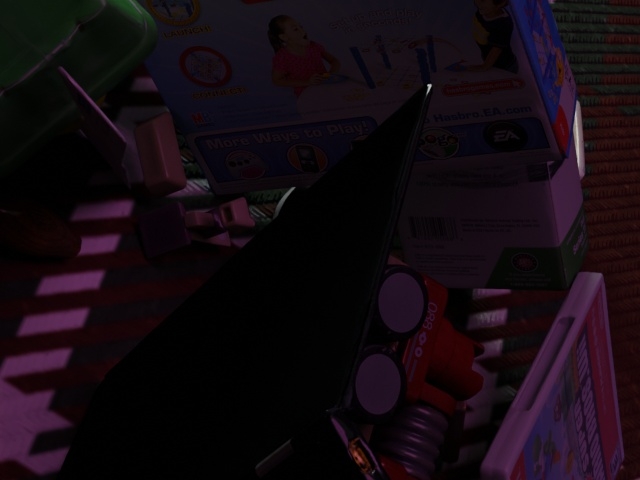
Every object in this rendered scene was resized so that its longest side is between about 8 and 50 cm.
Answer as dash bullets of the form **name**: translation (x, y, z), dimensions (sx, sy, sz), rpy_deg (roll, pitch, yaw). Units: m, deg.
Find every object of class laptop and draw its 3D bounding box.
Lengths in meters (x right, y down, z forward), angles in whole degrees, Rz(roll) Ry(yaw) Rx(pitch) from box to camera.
- **laptop**: translation (-0.011, 0.196, 0.913), dimensions (0.236, 0.382, 0.408), rpy_deg (-20, 73, -49)

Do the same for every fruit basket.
- **fruit basket**: translation (-0.232, -0.176, 1.104), dimensions (0.327, 0.165, 0.353), rpy_deg (48, 0, -1)

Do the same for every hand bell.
- **hand bell**: translation (-0.260, -0.034, 1.111), dimensions (0.242, 0.126, 0.126), rpy_deg (26, 42, -43)

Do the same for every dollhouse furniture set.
- **dollhouse furniture set**: translation (-0.092, -0.049, 1.277), dimensions (0.081, 0.091, 0.114), rpy_deg (8, 65, -61)

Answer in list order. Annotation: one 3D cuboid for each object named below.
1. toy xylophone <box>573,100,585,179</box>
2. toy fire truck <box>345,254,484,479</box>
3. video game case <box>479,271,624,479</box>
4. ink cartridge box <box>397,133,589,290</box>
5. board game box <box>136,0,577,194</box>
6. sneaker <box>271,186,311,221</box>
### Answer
- **toy xylophone**: translation (0.120, -0.124, 1.548), dimensions (0.322, 0.081, 0.236), rpy_deg (22, 46, -30)
- **toy fire truck**: translation (0.058, 0.149, 1.221), dimensions (0.246, 0.158, 0.217), rpy_deg (28, 70, -34)
- **video game case**: translation (0.197, 0.183, 1.321), dimensions (0.285, 0.025, 0.204), rpy_deg (-52, 137, -51)
- **ink cartridge box**: translation (0.140, -0.066, 1.390), dimensions (0.087, 0.153, 0.208), rpy_deg (-52, 137, -51)
- **board game box**: translation (0.007, -0.180, 1.210), dimensions (0.086, 0.308, 0.302), rpy_deg (-73, 149, -41)
- **sneaker**: translation (0.000, 0.000, 1.316), dimensions (0.084, 0.097, 0.235), rpy_deg (44, 39, -7)
